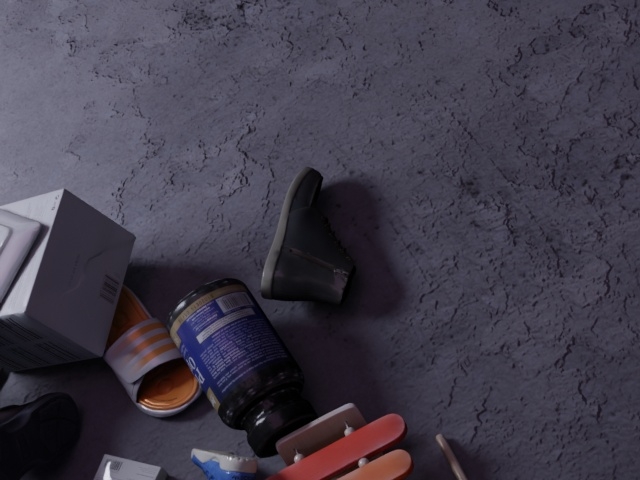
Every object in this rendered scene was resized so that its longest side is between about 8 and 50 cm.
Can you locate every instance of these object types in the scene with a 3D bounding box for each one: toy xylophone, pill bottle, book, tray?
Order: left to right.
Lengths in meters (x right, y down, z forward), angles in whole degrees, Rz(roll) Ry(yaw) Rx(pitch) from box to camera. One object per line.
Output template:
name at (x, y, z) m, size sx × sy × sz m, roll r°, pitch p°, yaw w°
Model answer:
tray at (-0.482, 0.077, 1.864) m, size 0.145 × 0.030 × 0.270 m, roll 16°, pitch 75°, yaw 46°
book at (-0.270, 0.355, 1.805) m, size 0.096 × 0.035 × 0.144 m, roll 8°, pitch 62°, yaw 29°
pill bottle at (-0.098, 0.165, 1.790) m, size 0.122 × 0.123 × 0.219 m, roll -34°, pitch 66°, yaw -2°
toy xylophone at (0.073, 0.327, 1.637) m, size 0.236 × 0.081 × 0.323 m, roll -33°, pitch 44°, yaw -3°

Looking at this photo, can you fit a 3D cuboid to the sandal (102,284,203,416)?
sandal at (-0.263, 0.139, 1.911) m, size 0.102 × 0.076 × 0.265 m, roll -41°, pitch 54°, yaw -6°

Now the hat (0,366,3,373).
hat at (-0.625, 0.155, 2.011) m, size 0.331 × 0.134 × 0.331 m, roll -10°, pitch 57°, yaw 15°

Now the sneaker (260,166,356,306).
sneaker at (0.000, 0.000, 1.909) m, size 0.118 × 0.083 × 0.222 m, roll 11°, pitch 55°, yaw 6°

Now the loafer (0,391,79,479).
loafer at (-0.438, 0.275, 1.799) m, size 0.095 × 0.302 × 0.109 m, roll -5°, pitch 98°, yaw 30°

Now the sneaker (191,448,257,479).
sneaker at (-0.127, 0.309, 1.743) m, size 0.152 × 0.058 × 0.085 m, roll -3°, pitch 78°, yaw 61°

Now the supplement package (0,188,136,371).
supplement package at (-0.397, 0.060, 1.936) m, size 0.203 × 0.149 × 0.194 m, roll -11°, pitch 54°, yaw 38°
